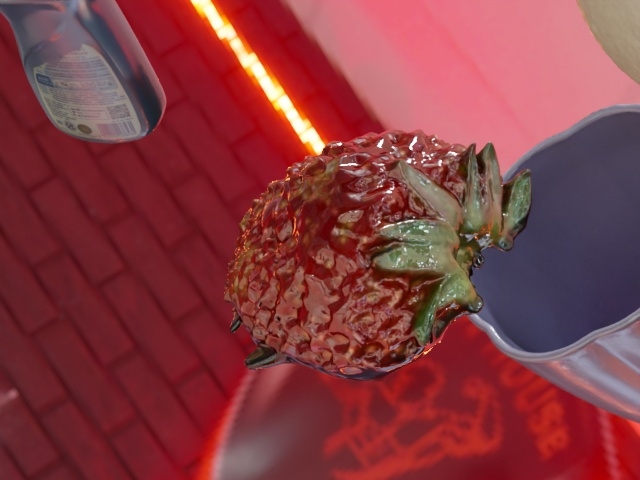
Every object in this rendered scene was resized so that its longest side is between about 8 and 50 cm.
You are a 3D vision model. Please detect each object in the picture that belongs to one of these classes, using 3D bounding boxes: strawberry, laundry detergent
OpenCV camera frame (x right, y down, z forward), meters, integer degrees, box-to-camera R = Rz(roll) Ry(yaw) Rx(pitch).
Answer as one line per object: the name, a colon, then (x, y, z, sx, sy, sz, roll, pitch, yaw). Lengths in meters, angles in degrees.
strawberry: (0.000, 0.000, 1.527, 0.306, 0.233, 0.137, -2, -42, 42)
laundry detergent: (-0.179, -0.150, 1.334, 0.097, 0.061, 0.206, 15, -28, 23)

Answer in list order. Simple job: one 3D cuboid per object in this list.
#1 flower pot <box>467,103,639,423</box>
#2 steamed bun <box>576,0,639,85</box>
flower pot: (0.304, 0.043, 1.725, 0.243, 0.265, 0.265, 35, -9, -35)
steamed bun: (0.277, -0.151, 1.023, 0.283, 0.283, 0.177, -6, -80, 64)
